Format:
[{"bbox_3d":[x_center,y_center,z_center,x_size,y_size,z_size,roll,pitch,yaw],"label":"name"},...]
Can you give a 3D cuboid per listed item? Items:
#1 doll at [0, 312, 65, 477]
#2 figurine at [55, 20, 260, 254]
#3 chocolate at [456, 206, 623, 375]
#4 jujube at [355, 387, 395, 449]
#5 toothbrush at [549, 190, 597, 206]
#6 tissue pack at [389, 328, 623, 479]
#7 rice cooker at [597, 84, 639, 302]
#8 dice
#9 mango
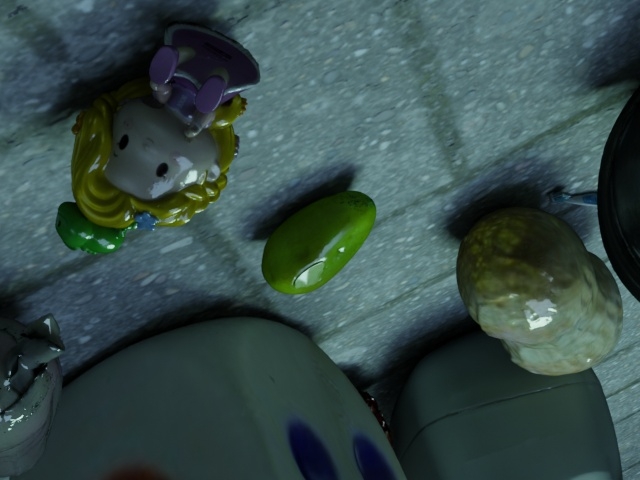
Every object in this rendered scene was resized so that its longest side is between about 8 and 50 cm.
[{"bbox_3d":[-0.253,0.119,1.152,0.149,0.095,0.192,-21,160,-9],"label":"doll"},{"bbox_3d":[-0.095,-0.058,0.956,0.156,0.094,0.115,-59,167,22],"label":"figurine"},{"bbox_3d":[0.211,0.055,1.473,0.134,0.134,0.309,-32,158,12],"label":"chocolate"},{"bbox_3d":[0.029,0.204,1.642,0.104,0.104,0.166,-22,149,-11],"label":"jujube"},{"bbox_3d":[0.264,-0.037,1.489,0.017,0.014,0.162,-19,166,35],"label":"toothbrush"},{"bbox_3d":[0.193,0.231,1.721,0.229,0.236,0.333,-14,155,-9],"label":"tissue pack"},{"bbox_3d":[0.379,-0.031,1.260,0.264,0.316,0.316,-51,152,11],"label":"rice cooker"},{"bbox_3d":[-0.084,0.264,1.370,0.277,0.304,0.304,-33,156,15],"label":"dice"},{"bbox_3d":[0.000,0.000,1.220,0.108,0.056,0.073,-40,160,21],"label":"mango"}]
